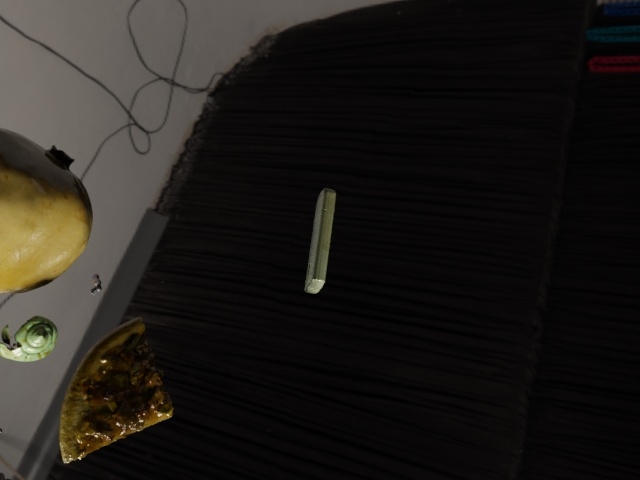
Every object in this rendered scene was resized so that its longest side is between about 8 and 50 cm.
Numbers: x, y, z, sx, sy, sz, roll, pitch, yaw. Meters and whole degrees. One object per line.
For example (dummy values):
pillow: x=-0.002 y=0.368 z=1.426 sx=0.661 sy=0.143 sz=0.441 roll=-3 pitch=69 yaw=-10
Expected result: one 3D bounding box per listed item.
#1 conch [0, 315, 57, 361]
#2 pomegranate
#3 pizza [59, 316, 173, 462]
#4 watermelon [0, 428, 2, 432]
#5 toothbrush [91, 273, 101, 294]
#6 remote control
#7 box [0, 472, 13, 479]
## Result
conch: x=-0.553 y=0.185 z=1.011 sx=0.105 sy=0.170 sz=0.079 roll=3 pitch=73 yaw=-44
pomegranate: x=-0.608 y=-0.063 z=1.051 sx=0.332 sy=0.332 sz=0.333 roll=-28 pitch=121 yaw=-59
pizza: x=-0.507 y=0.346 z=1.302 sx=0.268 sy=0.087 sz=0.258 roll=-20 pitch=80 yaw=-28
watermelon: x=-0.725 y=0.336 z=1.061 sx=0.127 sy=0.232 sz=0.204 roll=-25 pitch=97 yaw=-18
toothbrush: x=-0.684 y=0.128 z=1.685 sx=0.031 sy=0.321 sz=0.023 roll=-35 pitch=106 yaw=-15
remote control: x=0.000 y=0.000 z=1.240 sx=0.098 sy=0.038 sz=0.234 roll=119 pitch=-19 yaw=-65
box: x=-0.326 y=0.368 z=0.583 sx=0.180 sy=0.324 sz=0.047 roll=-63 pitch=179 yaw=-61
